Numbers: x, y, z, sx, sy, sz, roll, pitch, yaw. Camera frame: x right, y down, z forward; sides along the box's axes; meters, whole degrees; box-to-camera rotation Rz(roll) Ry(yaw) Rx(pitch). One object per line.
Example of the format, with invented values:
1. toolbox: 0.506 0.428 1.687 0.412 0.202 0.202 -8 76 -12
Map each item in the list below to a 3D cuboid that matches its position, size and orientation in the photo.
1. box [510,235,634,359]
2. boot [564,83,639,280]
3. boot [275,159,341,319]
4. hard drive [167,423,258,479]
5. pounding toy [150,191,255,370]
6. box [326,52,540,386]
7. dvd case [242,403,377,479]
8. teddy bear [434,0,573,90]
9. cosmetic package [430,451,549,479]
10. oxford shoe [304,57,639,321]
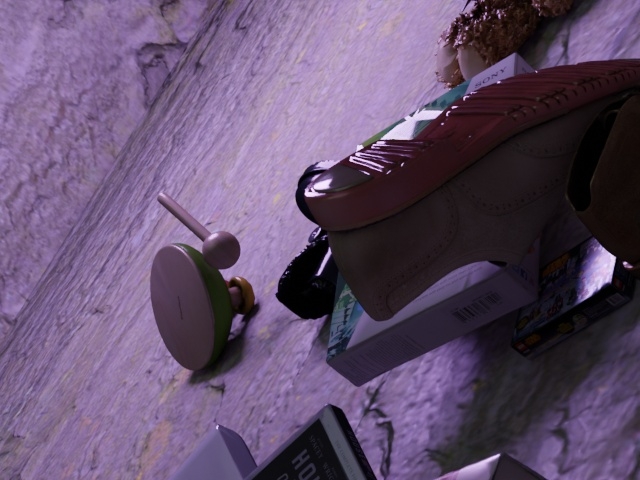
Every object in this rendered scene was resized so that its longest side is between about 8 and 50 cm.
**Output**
1. box: 0.237 0.044 1.563 0.137 0.027 0.094 -38 22 42
2. boot: 0.318 -0.115 1.517 0.305 0.115 0.112 -60 14 -28
3. boot: 0.000 0.000 2.150 0.207 0.094 0.246 -56 23 -22
4. hard drive: -0.171 0.396 1.786 0.353 0.047 0.233 -49 39 13
5. pounding toy: -0.150 0.061 2.382 0.183 0.110 0.237 41 134 44
6. box: 0.121 -0.026 1.735 0.232 0.058 0.322 -29 34 33
7. dvd case: -0.037 0.298 1.642 0.238 0.029 0.179 -44 43 15
8. teddy bear: 0.257 -0.328 2.146 0.338 0.113 0.245 -67 13 -16
9. cosmetic package: 0.084 0.282 1.292 0.296 0.153 0.129 -30 29 50
10. oxford shoe: 0.168 -0.059 1.560 0.397 0.147 0.140 -26 16 -23
